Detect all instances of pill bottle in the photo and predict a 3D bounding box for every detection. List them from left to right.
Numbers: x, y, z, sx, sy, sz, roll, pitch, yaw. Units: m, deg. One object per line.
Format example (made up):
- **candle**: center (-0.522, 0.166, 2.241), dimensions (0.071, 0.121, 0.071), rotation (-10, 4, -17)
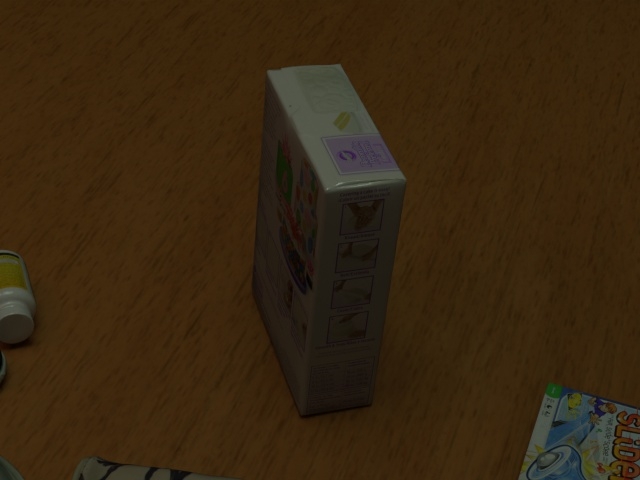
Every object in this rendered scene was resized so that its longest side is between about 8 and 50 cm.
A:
- **pill bottle**: center (-0.380, 0.069, 1.616), dimensions (0.065, 0.065, 0.116), rotation (-9, 39, -17)

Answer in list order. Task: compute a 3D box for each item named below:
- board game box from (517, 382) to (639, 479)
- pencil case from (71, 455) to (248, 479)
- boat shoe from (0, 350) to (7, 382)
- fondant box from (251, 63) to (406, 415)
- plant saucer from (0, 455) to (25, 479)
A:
- **board game box**: center (0.295, 0.251, 1.480), dimensions (0.136, 0.035, 0.201), rotation (15, 39, 12)
- **pencil case**: center (-0.047, 0.321, 1.253), dimensions (0.410, 0.160, 0.183), rotation (9, 48, 6)
- **boat shoe**: center (-0.510, 0.128, 1.503), dimensions (0.303, 0.091, 0.114), rotation (-3, 39, -10)
- **fondant box**: center (0.000, 0.000, 1.532), dimensions (0.096, 0.330, 0.238), rotation (-7, 40, -15)
- **plant saucer**: center (-0.472, 0.267, 1.262), dimensions (0.401, 0.100, 0.400), rotation (0, 27, 0)
